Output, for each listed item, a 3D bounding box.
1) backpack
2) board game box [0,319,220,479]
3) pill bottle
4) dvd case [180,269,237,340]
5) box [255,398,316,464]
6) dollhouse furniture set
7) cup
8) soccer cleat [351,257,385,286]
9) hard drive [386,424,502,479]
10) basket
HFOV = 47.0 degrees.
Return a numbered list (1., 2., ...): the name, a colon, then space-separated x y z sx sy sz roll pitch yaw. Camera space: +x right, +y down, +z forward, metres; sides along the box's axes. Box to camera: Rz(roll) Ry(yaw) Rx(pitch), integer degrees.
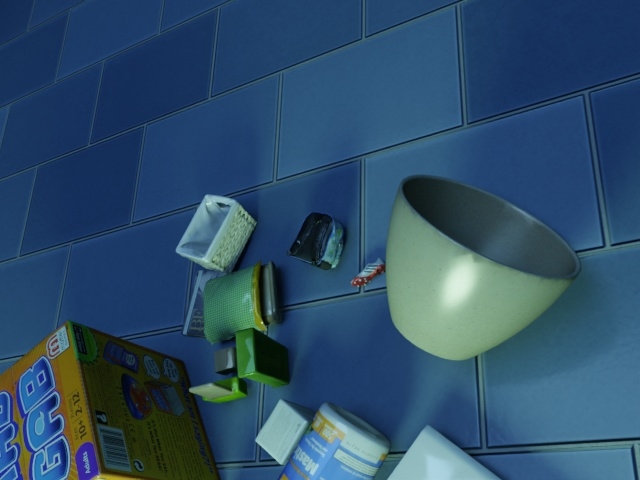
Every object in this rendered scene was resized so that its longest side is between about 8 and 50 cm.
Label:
1. backpack: 0.000 0.000 1.610 0.105 0.084 0.114 18 85 39
2. board game box: -0.491 0.452 1.570 0.356 0.356 0.356 -38 52 14
3. pill bottle: 0.001 0.451 1.355 0.152 0.152 0.272 28 86 40
4. dvd case: -0.230 0.152 1.748 0.221 0.018 0.164 0 69 36
5. box: -0.051 0.384 1.456 0.087 0.101 0.102 31 89 41
6. dollhouse furniture set: -0.198 0.178 1.603 0.197 0.151 0.301 -17 62 21
7. cup: 0.246 0.066 1.290 0.331 0.331 0.237 46 124 40
8. soccer cleat: 0.099 0.067 1.547 0.083 0.029 0.035 -34 45 15
9. hard drive: 0.246 0.500 1.204 0.353 0.047 0.233 32 82 38
10. basket: -0.246 -0.012 1.769 0.113 0.103 0.167 13 70 40
